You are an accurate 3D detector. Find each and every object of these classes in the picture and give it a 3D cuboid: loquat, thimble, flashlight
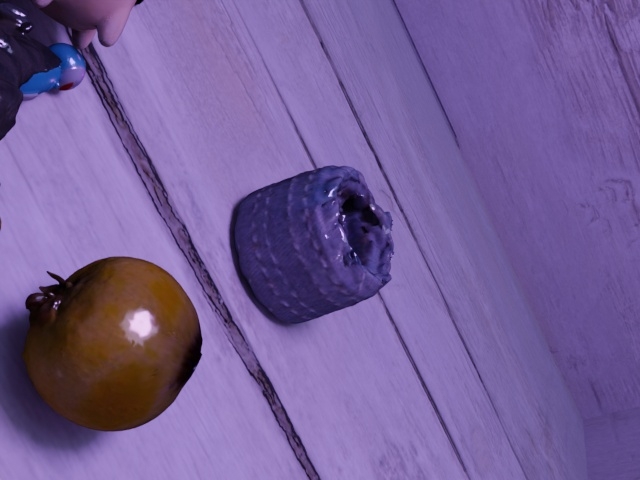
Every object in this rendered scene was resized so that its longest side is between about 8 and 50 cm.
[{"bbox_3d":[-0.176,0.086,0.575,0.163,0.137,0.163,10,77,-49],"label":"loquat"},{"bbox_3d":[0.000,0.000,0.968,0.205,0.172,0.236,67,22,-8],"label":"thimble"},{"bbox_3d":[-0.290,-0.169,0.670,0.051,0.051,0.129,63,30,-9],"label":"flashlight"}]

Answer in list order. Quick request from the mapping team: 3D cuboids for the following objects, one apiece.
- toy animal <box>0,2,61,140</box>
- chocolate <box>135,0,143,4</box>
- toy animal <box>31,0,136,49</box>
[{"bbox_3d":[-0.288,-0.144,0.540,0.148,0.084,0.233,15,37,-30],"label":"toy animal"},{"bbox_3d":[-0.217,-0.520,0.782,0.383,0.331,0.384,44,32,-37],"label":"chocolate"},{"bbox_3d":[-0.284,-0.300,0.635,0.250,0.166,0.154,22,80,-47],"label":"toy animal"}]
